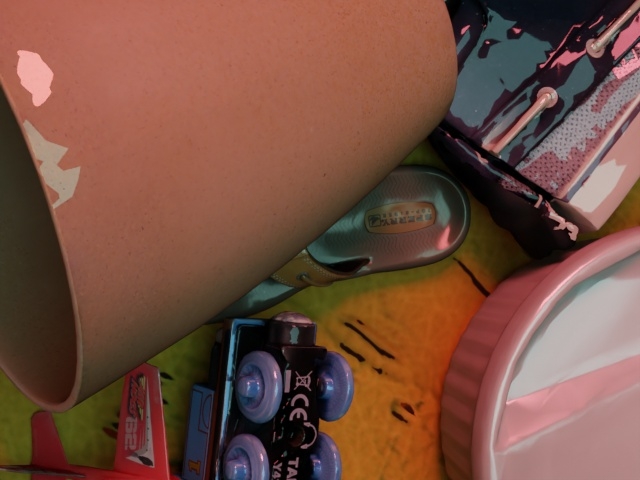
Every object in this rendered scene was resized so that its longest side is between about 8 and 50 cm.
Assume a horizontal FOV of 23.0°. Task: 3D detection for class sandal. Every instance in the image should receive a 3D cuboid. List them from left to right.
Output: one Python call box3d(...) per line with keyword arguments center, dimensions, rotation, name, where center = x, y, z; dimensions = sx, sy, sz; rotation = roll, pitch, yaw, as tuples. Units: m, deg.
box3d(center=(0.000, 0.000, 0.975), dimensions=(0.219, 0.060, 0.090), rotation=(-8, 98, -19), name="sandal")

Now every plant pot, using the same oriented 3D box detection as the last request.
box3d(center=(-0.071, -0.076, 0.864), dimensions=(0.274, 0.256, 0.257), rotation=(-23, 102, -26), name="plant pot")

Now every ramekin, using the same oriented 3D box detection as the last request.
box3d(center=(0.202, 0.119, 1.022), dimensions=(0.272, 0.127, 0.273), rotation=(-2, 97, -19), name="ramekin")

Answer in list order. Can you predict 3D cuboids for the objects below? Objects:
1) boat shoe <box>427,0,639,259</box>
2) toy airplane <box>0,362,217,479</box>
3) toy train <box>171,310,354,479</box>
box3d(center=(0.183, -0.167, 0.990), dimensions=(0.158, 0.127, 0.340), rotation=(37, 80, -10), name="boat shoe")
box3d(center=(-0.126, 0.143, 0.929), dimensions=(0.151, 0.028, 0.151), rotation=(1, 94, 21), name="toy airplane")
box3d(center=(-0.040, 0.131, 0.949), dimensions=(0.080, 0.105, 0.184), rotation=(3, 93, -38), name="toy train")
